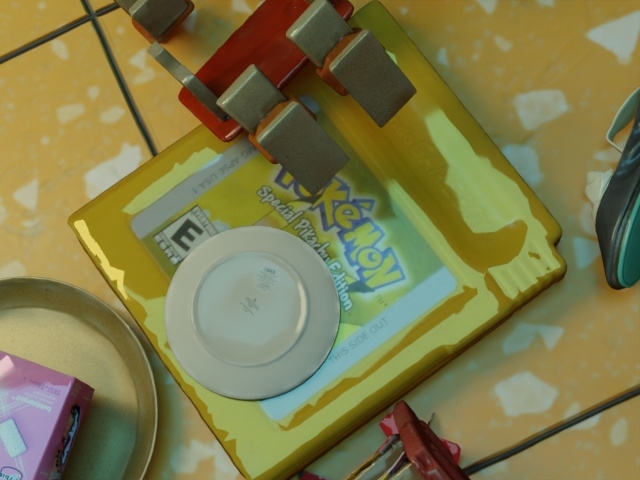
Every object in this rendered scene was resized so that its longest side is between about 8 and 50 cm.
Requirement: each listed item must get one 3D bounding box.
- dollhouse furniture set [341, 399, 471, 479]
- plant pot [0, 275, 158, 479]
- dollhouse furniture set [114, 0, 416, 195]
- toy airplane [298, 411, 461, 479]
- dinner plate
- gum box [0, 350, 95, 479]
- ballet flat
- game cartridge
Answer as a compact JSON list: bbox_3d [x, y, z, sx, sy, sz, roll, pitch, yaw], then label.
[{"bbox_3d":[0.103,0.331,1.066,0.201,0.152,0.374,-38,94,3],"label":"dollhouse furniture set"},{"bbox_3d":[-0.245,0.148,1.202,0.236,0.032,0.236,-2,75,6],"label":"plant pot"},{"bbox_3d":[-0.009,-0.190,1.188,0.259,0.135,0.262,-46,51,1],"label":"dollhouse furniture set"},{"bbox_3d":[0.059,0.203,1.155,0.151,0.028,0.151,-1,77,4],"label":"toy airplane"},{"bbox_3d":[-0.055,0.055,1.162,0.141,0.017,0.141,-1,74,4],"label":"dinner plate"},{"bbox_3d":[-0.279,0.135,1.159,0.188,0.062,0.107,18,79,11],"label":"gum box"},{"bbox_3d":[0.256,-0.060,1.185,0.074,0.074,0.203,22,85,11],"label":"ballet flat"},{"bbox_3d":[0.000,0.000,1.202,0.323,0.053,0.285,-37,75,-3],"label":"game cartridge"}]
